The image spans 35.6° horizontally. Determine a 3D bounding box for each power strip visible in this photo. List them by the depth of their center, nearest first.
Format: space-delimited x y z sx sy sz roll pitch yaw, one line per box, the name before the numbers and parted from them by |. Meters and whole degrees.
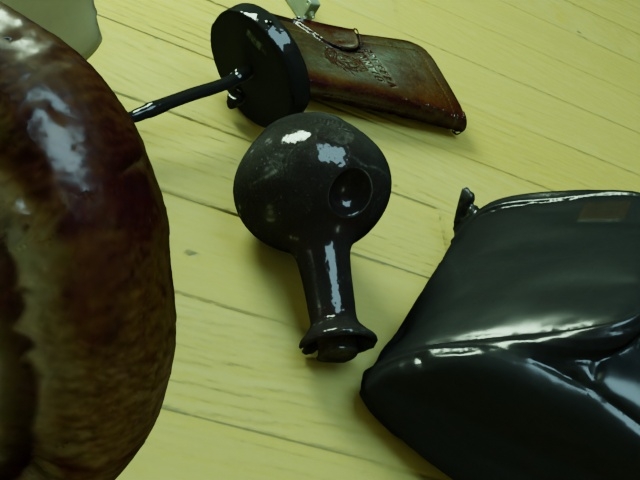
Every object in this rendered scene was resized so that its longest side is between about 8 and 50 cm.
power strip | -0.025 -0.262 1.053 0.017 0.027 0.083 -5 54 -40

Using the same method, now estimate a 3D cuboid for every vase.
vase | 0.000 0.000 0.733 0.120 0.120 0.183 6 63 -32

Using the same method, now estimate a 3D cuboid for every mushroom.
mushroom | -0.187 0.016 0.441 0.267 0.267 0.254 22 20 -16

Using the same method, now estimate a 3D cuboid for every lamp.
lamp | -0.146 -0.101 0.721 0.130 0.108 0.371 46 39 20

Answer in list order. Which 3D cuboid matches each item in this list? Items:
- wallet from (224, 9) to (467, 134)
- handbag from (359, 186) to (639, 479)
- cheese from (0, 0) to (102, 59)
wallet | 0.023 -0.174 0.990 0.255 0.031 0.137 6 43 -34
handbag | 0.199 0.067 0.739 0.275 0.178 0.302 38 37 4
cheese | -0.240 -0.178 0.701 0.071 0.163 0.249 12 31 26
